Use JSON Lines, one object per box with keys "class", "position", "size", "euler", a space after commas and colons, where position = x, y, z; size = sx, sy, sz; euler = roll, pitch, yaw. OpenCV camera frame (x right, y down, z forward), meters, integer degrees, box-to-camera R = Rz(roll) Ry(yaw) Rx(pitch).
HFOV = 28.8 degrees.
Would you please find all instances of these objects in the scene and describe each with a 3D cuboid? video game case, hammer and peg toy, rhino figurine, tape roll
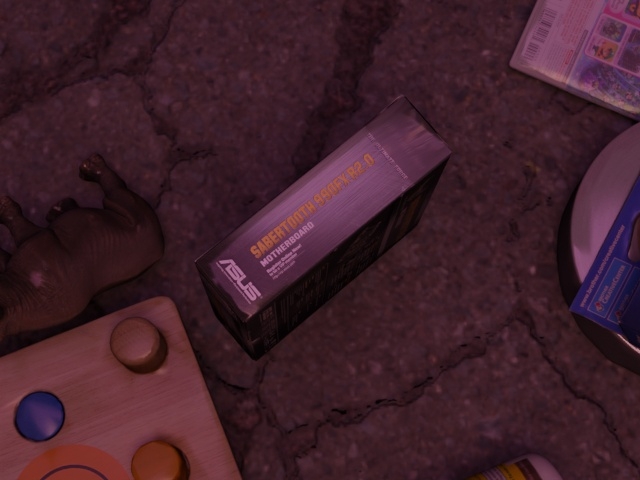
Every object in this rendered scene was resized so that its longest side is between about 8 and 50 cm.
{"class": "video game case", "position": [0.257, -0.192, 1.056], "size": [0.143, 0.019, 0.157], "euler": [24, 95, 6]}
{"class": "hammer and peg toy", "position": [-0.237, 0.212, 0.925], "size": [0.361, 0.127, 0.266], "euler": [-21, 77, -5]}
{"class": "rhino figurine", "position": [-0.215, 0.020, 0.953], "size": [0.106, 0.073, 0.243], "euler": [37, 40, 14]}
{"class": "tape roll", "position": [0.304, 0.008, 1.001], "size": [0.219, 0.072, 0.219], "euler": [0, 77, 1]}

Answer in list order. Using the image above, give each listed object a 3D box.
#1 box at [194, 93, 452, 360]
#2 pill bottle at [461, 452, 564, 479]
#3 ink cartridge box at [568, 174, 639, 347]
{"class": "box", "position": [0.000, 0.000, 0.923], "size": [0.183, 0.231, 0.056], "euler": [-40, 82, -8]}
{"class": "pill bottle", "position": [0.089, 0.248, 0.919], "size": [0.215, 0.117, 0.117], "euler": [-22, 77, -5]}
{"class": "ink cartridge box", "position": [0.346, 0.027, 0.872], "size": [0.311, 0.065, 0.185], "euler": [25, 81, 31]}
